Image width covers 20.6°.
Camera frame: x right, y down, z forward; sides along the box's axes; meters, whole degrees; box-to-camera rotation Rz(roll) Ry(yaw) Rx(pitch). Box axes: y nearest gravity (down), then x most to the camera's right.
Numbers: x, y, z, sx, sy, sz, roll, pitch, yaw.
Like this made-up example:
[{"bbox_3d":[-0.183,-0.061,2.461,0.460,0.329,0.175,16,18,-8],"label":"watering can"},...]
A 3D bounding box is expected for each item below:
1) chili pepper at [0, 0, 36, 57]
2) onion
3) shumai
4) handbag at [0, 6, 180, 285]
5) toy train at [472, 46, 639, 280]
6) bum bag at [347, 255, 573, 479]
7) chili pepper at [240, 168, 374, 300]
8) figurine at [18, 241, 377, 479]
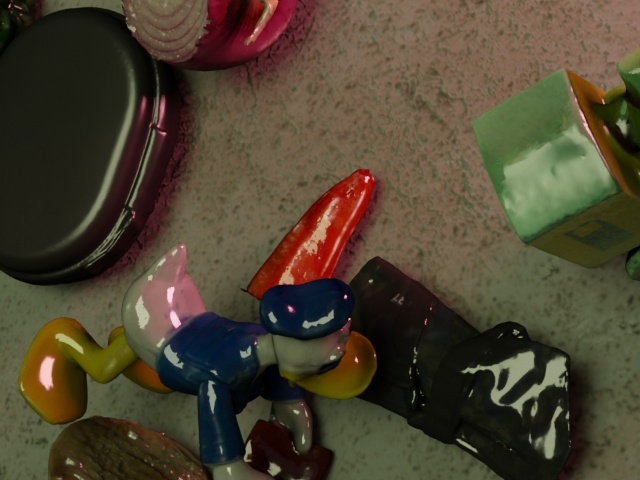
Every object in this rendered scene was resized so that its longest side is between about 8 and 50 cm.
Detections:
[{"bbox_3d":[-0.499,-0.192,2.033,0.385,0.167,0.213,-35,57,27],"label":"chili pepper"},{"bbox_3d":[-0.102,-0.282,1.789,0.200,0.200,0.207,-21,96,27],"label":"onion"},{"bbox_3d":[-0.198,0.287,1.749,0.209,0.161,0.153,41,125,11],"label":"shumai"},{"bbox_3d":[-0.267,-0.099,1.906,0.253,0.093,0.308,17,87,33],"label":"handbag"},{"bbox_3d":[0.324,-0.100,1.430,0.397,0.253,0.160,-30,65,24],"label":"toy train"},{"bbox_3d":[0.113,0.118,1.620,0.310,0.074,0.137,26,103,35],"label":"bum bag"},{"bbox_3d":[0.001,0.001,1.727,0.088,0.065,0.169,34,92,43],"label":"chili pepper"},{"bbox_3d":[-0.079,0.133,1.635,0.338,0.204,0.283,-31,88,45],"label":"figurine"}]
